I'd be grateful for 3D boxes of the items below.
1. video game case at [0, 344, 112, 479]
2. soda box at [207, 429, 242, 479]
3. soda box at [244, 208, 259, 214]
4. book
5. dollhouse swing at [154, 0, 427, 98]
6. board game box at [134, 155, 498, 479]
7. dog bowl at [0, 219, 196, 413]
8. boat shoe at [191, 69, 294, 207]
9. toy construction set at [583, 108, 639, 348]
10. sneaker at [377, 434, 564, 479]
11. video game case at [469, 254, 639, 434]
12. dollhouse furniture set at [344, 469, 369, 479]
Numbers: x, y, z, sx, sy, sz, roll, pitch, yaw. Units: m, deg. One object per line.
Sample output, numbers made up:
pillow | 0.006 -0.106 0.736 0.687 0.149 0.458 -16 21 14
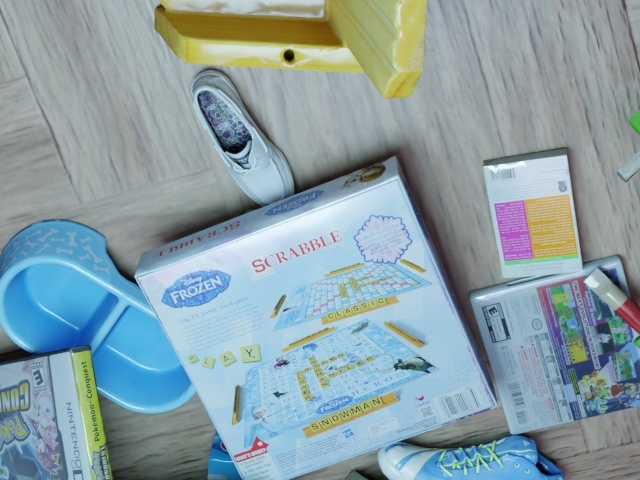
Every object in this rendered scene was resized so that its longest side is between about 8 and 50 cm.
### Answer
video game case | -0.353 0.265 1.677 0.275 0.035 0.248 -13 86 39
soda box | -0.113 0.350 1.802 0.067 0.071 0.210 5 116 1
soda box | 0.000 0.000 1.637 0.181 0.058 0.061 0 116 5
book | 0.246 -0.029 1.622 0.096 0.035 0.144 -8 114 11
dollhouse swing | -0.052 -0.318 1.357 0.315 0.305 0.347 3 116 2
board game box | 0.000 0.103 1.612 0.319 0.066 0.318 -20 114 9
dog bowl | -0.259 0.100 1.694 0.297 0.074 0.166 32 113 -12
boat shoe | -0.088 -0.106 1.590 0.066 0.063 0.184 -20 112 13
toy construction set | 0.399 -0.029 1.535 0.237 0.257 0.309 43 122 3
sneaker | 0.195 0.276 1.743 0.240 0.091 0.126 24 111 -16
video game case | 0.294 0.129 1.698 0.183 0.023 0.201 -14 112 11
dollhouse furniture set | 0.047 0.526 1.731 0.256 0.362 0.394 36 83 -11
